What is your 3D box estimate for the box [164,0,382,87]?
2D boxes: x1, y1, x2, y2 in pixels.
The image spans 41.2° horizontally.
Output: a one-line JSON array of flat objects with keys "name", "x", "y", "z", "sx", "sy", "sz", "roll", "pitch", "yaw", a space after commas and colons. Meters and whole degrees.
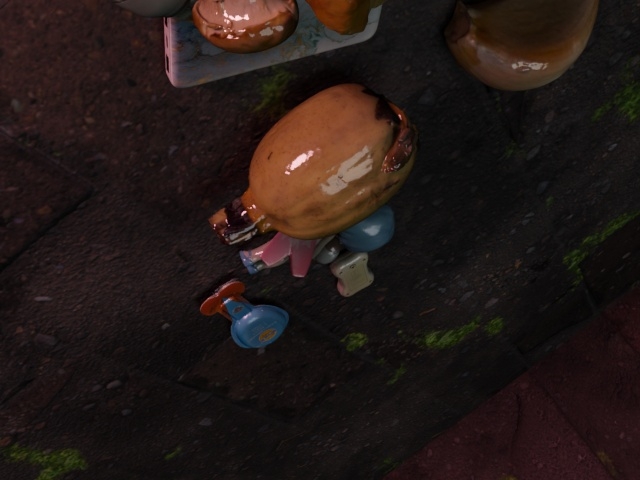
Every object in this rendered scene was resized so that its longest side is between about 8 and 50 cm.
[{"name": "box", "x": -0.049, "y": -0.269, "z": 1.009, "sx": 0.285, "sy": 0.044, "sz": 0.142, "roll": -20, "pitch": 150, "yaw": -21}]

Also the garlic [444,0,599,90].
[{"name": "garlic", "x": 0.301, "y": -0.308, "z": 1.216, "sx": 0.245, "sy": 0.145, "sz": 0.164, "roll": -31, "pitch": 117, "yaw": -9}]

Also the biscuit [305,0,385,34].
[{"name": "biscuit", "x": 0.073, "y": -0.344, "z": 0.855, "sx": 0.274, "sy": 0.091, "sz": 0.213, "roll": -55, "pitch": 163, "yaw": -34}]

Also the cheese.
[{"name": "cheese", "x": -0.127, "y": 0.133, "z": 1.487, "sx": 0.106, "sy": 0.037, "sz": 0.256, "roll": -37, "pitch": 147, "yaw": 2}]

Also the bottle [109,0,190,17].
[{"name": "bottle", "x": -0.222, "y": -0.289, "z": 0.791, "sx": 0.254, "sy": 0.079, "sz": 0.096, "roll": 20, "pitch": 97, "yaw": -51}]

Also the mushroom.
[{"name": "mushroom", "x": -0.085, "y": -0.337, "z": 0.772, "sx": 0.128, "sy": 0.128, "sz": 0.350, "roll": -22, "pitch": 132, "yaw": -19}]

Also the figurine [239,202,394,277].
[{"name": "figurine", "x": 0.003, "y": 0.007, "z": 1.372, "sx": 0.260, "sy": 0.103, "sz": 0.205, "roll": -22, "pitch": 146, "yaw": -1}]

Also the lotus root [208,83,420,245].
[{"name": "lotus root", "x": -0.011, "y": -0.088, "z": 1.169, "sx": 0.310, "sy": 0.182, "sz": 0.183, "roll": -35, "pitch": 149, "yaw": 5}]

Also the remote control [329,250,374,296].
[{"name": "remote control", "x": 0.058, "y": 0.056, "z": 1.554, "sx": 0.074, "sy": 0.032, "sz": 0.122, "roll": -30, "pitch": 148, "yaw": -7}]
